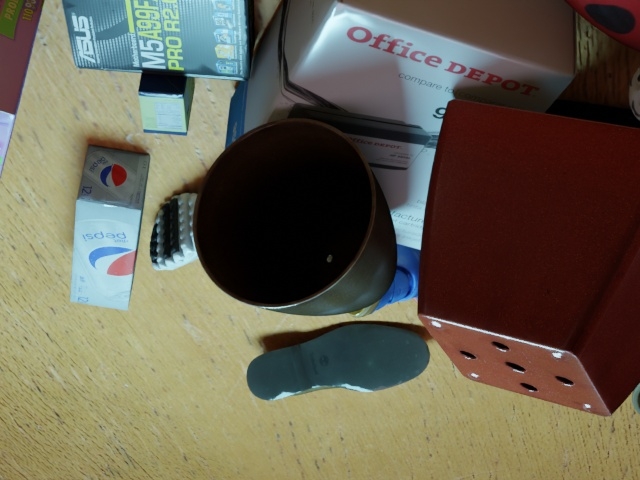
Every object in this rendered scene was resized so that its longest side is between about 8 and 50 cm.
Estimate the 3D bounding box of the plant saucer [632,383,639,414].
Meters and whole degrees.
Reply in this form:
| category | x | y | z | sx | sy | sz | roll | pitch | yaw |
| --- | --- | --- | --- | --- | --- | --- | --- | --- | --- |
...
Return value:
| category | x | y | z | sx | sy | sz | roll | pitch | yaw |
| --- | --- | --- | --- | --- | --- | --- | --- | --- | --- |
| plant saucer | 0.660 | 0.249 | 2.330 | 0.278 | 0.041 | 0.278 | 4 | 148 | 2 |

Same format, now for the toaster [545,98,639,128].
| category | x | y | z | sx | sy | sz | roll | pitch | yaw |
| --- | --- | --- | --- | --- | --- | --- | --- | --- | --- |
| toaster | 0.324 | -0.078 | 1.739 | 0.168 | 0.185 | 0.110 | 6 | 143 | -3 |

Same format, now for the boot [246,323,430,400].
| category | x | y | z | sx | sy | sz | roll | pitch | yaw |
| --- | --- | --- | --- | --- | --- | --- | --- | --- | --- |
| boot | 0.037 | 0.200 | 2.319 | 0.305 | 0.112 | 0.115 | -10 | 175 | 15 |

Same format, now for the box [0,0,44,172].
| category | x | y | z | sx | sy | sz | roll | pitch | yaw |
| --- | --- | --- | --- | --- | --- | --- | --- | --- | --- |
| box | -0.414 | -0.178 | 1.660 | 0.117 | 0.213 | 0.243 | 14 | 146 | -12 |

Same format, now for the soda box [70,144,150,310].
| category | x | y | z | sx | sy | sz | roll | pitch | yaw |
| --- | --- | --- | --- | --- | --- | --- | --- | --- | --- |
| soda box | -0.305 | -0.012 | 2.009 | 0.091 | 0.098 | 0.286 | 9 | 146 | -7 |

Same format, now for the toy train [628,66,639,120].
| category | x | y | z | sx | sy | sz | roll | pitch | yaw |
| --- | --- | --- | --- | --- | --- | --- | --- | --- | --- |
| toy train | 0.472 | -0.140 | 1.406 | 0.334 | 0.142 | 0.190 | 6 | 162 | -28 |

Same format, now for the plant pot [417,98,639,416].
| category | x | y | z | sx | sy | sz | roll | pitch | yaw |
| --- | --- | --- | --- | --- | --- | --- | --- | --- | --- |
| plant pot | 0.249 | 0.034 | 1.496 | 0.267 | 0.235 | 0.267 | 12 | 159 | 30 |

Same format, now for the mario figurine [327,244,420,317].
| category | x | y | z | sx | sy | sz | roll | pitch | yaw |
| --- | --- | --- | --- | --- | --- | --- | --- | --- | --- |
| mario figurine | 0.115 | 0.008 | 1.890 | 0.170 | 0.198 | 0.320 | -44 | 160 | 30 |

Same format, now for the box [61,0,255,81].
| category | x | y | z | sx | sy | sz | roll | pitch | yaw |
| --- | --- | --- | --- | --- | --- | --- | --- | --- | --- |
| box | -0.185 | -0.293 | 1.589 | 0.216 | 0.060 | 0.270 | 4 | 147 | 1 |

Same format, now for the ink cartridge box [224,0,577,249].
| category | x | y | z | sx | sy | sz | roll | pitch | yaw |
| --- | --- | --- | --- | --- | --- | --- | --- | --- | --- |
| ink cartridge box | 0.080 | -0.178 | 1.632 | 0.285 | 0.166 | 0.395 | 15 | 146 | -15 |

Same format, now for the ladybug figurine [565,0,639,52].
| category | x | y | z | sx | sy | sz | roll | pitch | yaw |
| --- | --- | --- | --- | --- | --- | --- | --- | --- | --- |
| ladybug figurine | 0.344 | -0.320 | 1.379 | 0.305 | 0.162 | 0.449 | -15 | 142 | 28 |

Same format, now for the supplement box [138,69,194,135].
| category | x | y | z | sx | sy | sz | roll | pitch | yaw |
| --- | --- | --- | --- | --- | --- | --- | --- | --- | --- |
| supplement box | -0.189 | -0.188 | 1.731 | 0.056 | 0.083 | 0.083 | 5 | 147 | 1 |

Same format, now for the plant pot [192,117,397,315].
| category | x | y | z | sx | sy | sz | roll | pitch | yaw |
| --- | --- | --- | --- | --- | --- | --- | --- | --- | --- |
| plant pot | 0.000 | 0.000 | 1.608 | 0.215 | 0.215 | 0.230 | -8 | 161 | 20 |

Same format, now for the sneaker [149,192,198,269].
| category | x | y | z | sx | sy | sz | roll | pitch | yaw |
| --- | --- | --- | --- | --- | --- | --- | --- | --- | --- |
| sneaker | -0.136 | -0.025 | 1.968 | 0.118 | 0.110 | 0.292 | 19 | 146 | -36 |
